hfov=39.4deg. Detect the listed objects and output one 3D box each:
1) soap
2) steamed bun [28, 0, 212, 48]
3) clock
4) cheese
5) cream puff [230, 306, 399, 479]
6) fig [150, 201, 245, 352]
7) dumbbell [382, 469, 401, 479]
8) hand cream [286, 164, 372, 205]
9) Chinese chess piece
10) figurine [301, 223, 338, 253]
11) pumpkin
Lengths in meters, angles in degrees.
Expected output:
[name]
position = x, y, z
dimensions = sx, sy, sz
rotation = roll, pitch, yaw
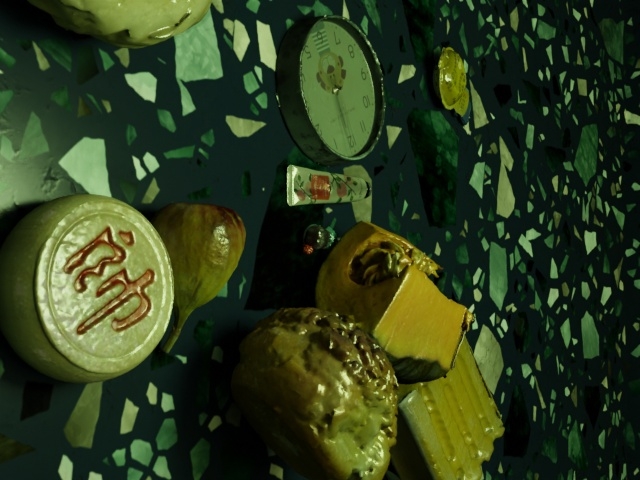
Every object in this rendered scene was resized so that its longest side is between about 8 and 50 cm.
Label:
[soap]
position = 0.258, 0.385, 1.990
dimensions = 0.293, 0.156, 0.335
rotation = -49, 124, -38
[steamed bun]
position = -0.277, -0.459, 1.292
dimensions = 0.372, 0.230, 0.325
rotation = -52, 149, -4
[clock]
position = 0.028, -0.308, 1.829
dimensions = 0.312, 0.061, 0.313
rotation = 8, 79, -52
[cheese]
position = 0.333, -0.380, 2.234
dimensions = 0.250, 0.064, 0.157
rotation = 50, 51, -50
[cream puff]
position = 0.010, 0.263, 1.525
dimensions = 0.231, 0.327, 0.343
rotation = -41, 85, -25
[fig]
position = -0.216, 0.061, 1.436
dimensions = 0.159, 0.159, 0.257
rotation = 11, 99, -52
[dumbbell]
position = 0.188, 0.587, 1.798
dimensions = 0.388, 0.185, 0.185
rotation = 29, 63, -27
[hand cream]
position = 0.017, -0.108, 1.814
dimensions = 0.233, 0.050, 0.080
rotation = -1, 91, -46
[Chinese chess piece]
position = -0.335, 0.068, 1.280
dimensions = 0.270, 0.112, 0.270
rotation = 9, 78, -52
[figurine]
position = 0.000, 0.000, 1.779
dimensions = 0.106, 0.047, 0.060
rotation = 7, 103, -61
[pumpkin]
position = 0.128, 0.129, 1.750
dimensions = 0.256, 0.303, 0.225
rotation = -46, 125, 7
